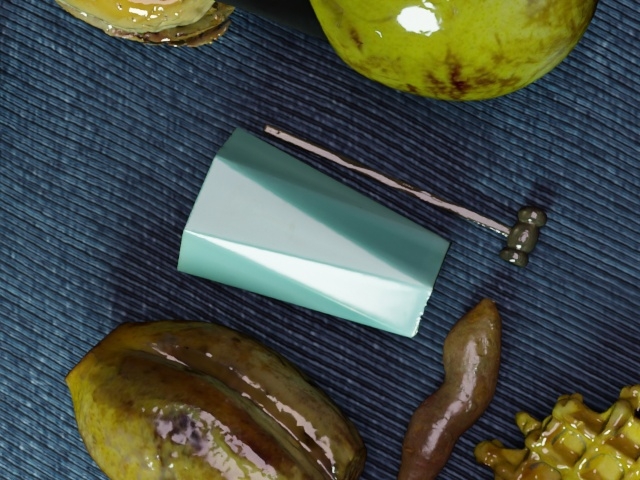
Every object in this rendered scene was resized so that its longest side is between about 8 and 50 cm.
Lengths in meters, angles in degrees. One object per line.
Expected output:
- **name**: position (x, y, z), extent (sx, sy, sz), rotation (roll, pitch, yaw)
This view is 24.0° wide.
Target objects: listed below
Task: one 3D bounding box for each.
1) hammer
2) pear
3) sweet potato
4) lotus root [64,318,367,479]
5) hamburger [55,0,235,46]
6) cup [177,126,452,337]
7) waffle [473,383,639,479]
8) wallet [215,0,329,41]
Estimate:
- **hammer**: position (0.077, -0.056, 1.471), extent (0.292, 0.029, 0.058), rotation (24, 86, 7)
- **pear**: position (0.114, -0.255, 1.367), extent (0.283, 0.283, 0.284), rotation (0, 86, 4)
- **sweet potato**: position (0.126, 0.159, 1.437), extent (0.065, 0.051, 0.218), rotation (24, 89, 2)
- **lotus root**: position (-0.096, 0.173, 1.392), extent (0.291, 0.193, 0.193), rotation (29, 88, 10)
- **hamburger**: position (-0.171, -0.307, 1.437), extent (0.244, 0.163, 0.244), rotation (0, 84, 2)
- **cup**: position (0.000, 0.000, 1.424), extent (0.235, 0.134, 0.148), rotation (20, 91, 2)
- **waffle**: position (0.266, 0.261, 1.358), extent (0.293, 0.069, 0.260), rotation (-4, 86, 28)
- **wallet**: position (-0.046, -0.362, 1.406), extent (0.041, 0.247, 0.323), rotation (-3, 83, 33)
